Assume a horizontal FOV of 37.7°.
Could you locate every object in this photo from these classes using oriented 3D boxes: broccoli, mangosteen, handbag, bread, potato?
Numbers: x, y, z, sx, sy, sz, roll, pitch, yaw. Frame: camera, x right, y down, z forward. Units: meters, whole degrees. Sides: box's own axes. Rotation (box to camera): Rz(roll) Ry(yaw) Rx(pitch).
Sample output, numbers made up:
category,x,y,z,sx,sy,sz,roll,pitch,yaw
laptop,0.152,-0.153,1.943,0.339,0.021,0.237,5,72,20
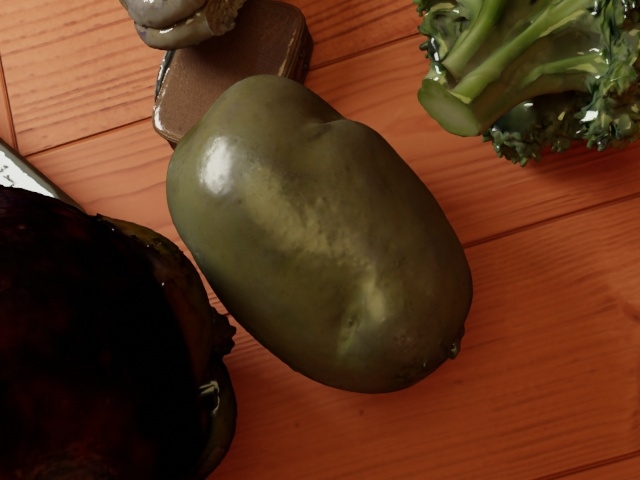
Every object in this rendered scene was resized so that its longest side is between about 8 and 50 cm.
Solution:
category,x,y,z,sx,sy,sz,roll,pitch,yaw
broccoli,0.217,-0.195,0.915,0.235,0.288,0.260,25,80,-25
mangosteen,-0.271,0.134,0.779,0.381,0.421,0.381,3,100,14
handbag,-0.100,-0.177,1.044,0.151,0.072,0.193,19,81,13
bread,-0.140,-0.336,1.038,0.183,0.102,0.337,-5,49,34
potato,0.000,0.000,0.895,0.326,0.243,0.221,45,86,0

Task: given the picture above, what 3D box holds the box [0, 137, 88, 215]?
category,x,y,z,sx,sy,sz,roll,pitch,yaw
box,-0.477,0.020,1.014,0.373,0.090,0.367,38,85,21
